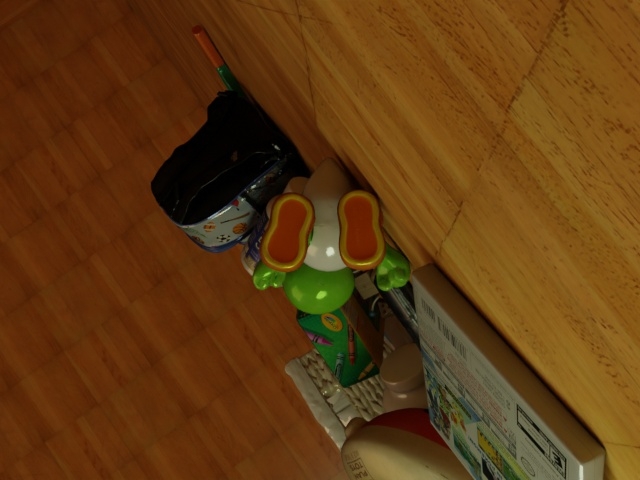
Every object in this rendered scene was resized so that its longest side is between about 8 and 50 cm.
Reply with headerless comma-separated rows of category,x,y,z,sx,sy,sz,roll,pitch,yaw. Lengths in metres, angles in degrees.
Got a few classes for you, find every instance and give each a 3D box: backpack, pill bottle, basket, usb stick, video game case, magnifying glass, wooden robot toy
backpack,-0.175,-0.112,1.897,0.276,0.263,0.213,49,174,48
pill bottle,0.202,0.299,1.717,0.264,0.146,0.146,56,176,-29
basket,0.148,0.368,2.136,0.328,0.266,0.331,52,175,34
usb stick,0.175,0.159,1.580,0.278,0.045,0.077,55,170,-11
video game case,0.216,0.228,1.179,0.329,0.036,0.300,51,160,45
magnifying glass,-0.191,-0.331,1.969,0.092,0.026,0.231,51,175,44
wooden robot toy,0.094,0.054,1.702,0.173,0.076,0.079,55,141,-5
pill bottle,-0.058,-0.018,1.786,0.112,0.186,0.112,21,-146,-15

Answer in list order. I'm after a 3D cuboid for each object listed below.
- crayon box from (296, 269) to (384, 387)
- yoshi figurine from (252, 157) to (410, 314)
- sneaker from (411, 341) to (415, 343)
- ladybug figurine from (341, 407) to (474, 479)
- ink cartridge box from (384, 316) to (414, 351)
crayon box,0.043,0.112,1.795,0.165,0.081,0.278,57,-161,-23
yoshi figurine,0.007,0.027,1.421,0.203,0.203,0.362,48,179,3
sneaker,0.230,0.301,1.873,0.099,0.121,0.262,-139,37,-70
ladybug figurine,0.229,0.412,1.560,0.449,0.162,0.305,41,151,-3
ink cartridge box,0.132,0.153,1.954,0.104,0.061,0.181,56,176,-21
